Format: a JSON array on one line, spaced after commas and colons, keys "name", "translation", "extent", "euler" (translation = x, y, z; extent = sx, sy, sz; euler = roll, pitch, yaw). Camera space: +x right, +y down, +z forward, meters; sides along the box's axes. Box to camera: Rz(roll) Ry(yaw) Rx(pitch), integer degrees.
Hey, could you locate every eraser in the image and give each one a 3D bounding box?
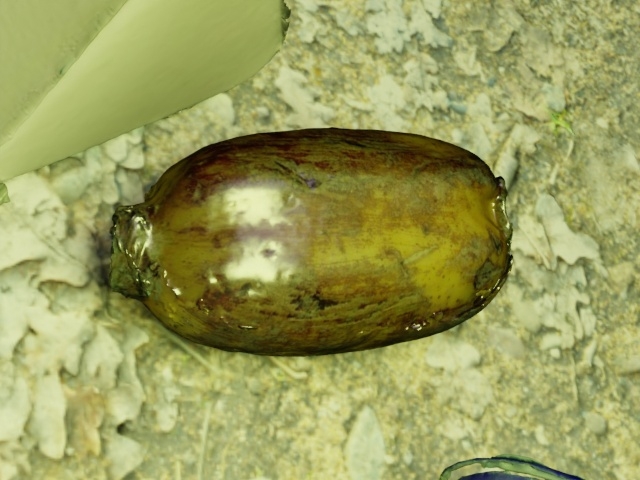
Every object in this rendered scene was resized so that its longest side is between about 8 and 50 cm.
[{"name": "eraser", "translation": [-0.157, -0.223, 1.165], "extent": [0.331, 0.331, 0.150], "euler": [-27, 74, -33]}]

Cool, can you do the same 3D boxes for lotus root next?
[{"name": "lotus root", "translation": [0.000, 0.000, 1.212], "extent": [0.397, 0.179, 0.196], "euler": [-3, 65, -28]}]

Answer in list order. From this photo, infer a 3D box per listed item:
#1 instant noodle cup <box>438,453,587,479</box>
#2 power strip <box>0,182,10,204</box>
[{"name": "instant noodle cup", "translation": [0.145, 0.372, 1.072], "extent": [0.284, 0.284, 0.312], "euler": [37, 63, -5]}, {"name": "power strip", "translation": [-0.373, 0.004, 1.106], "extent": [0.288, 0.053, 0.093], "euler": [-29, 81, -33]}]
